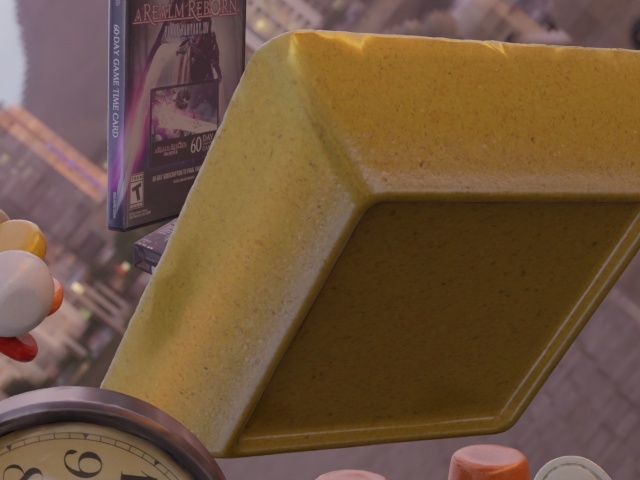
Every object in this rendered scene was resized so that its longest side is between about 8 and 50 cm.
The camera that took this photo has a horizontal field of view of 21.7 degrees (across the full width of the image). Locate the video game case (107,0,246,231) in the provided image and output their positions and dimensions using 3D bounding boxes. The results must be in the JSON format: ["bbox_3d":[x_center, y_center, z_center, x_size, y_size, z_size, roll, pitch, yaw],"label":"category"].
[{"bbox_3d":[-0.130,-0.158,1.544,0.196,0.026,0.274,-19,-65,-58],"label":"video game case"}]

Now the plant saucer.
[{"bbox_3d":[0.063,0.027,1.046,0.333,0.081,0.332,-1,-44,-32],"label":"plant saucer"}]

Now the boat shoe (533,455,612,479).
[{"bbox_3d":[0.284,0.386,1.683,0.127,0.340,0.113,-20,-10,1],"label":"boat shoe"}]

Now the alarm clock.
[{"bbox_3d":[-0.072,0.122,0.613,0.064,0.192,0.129,-145,64,-86],"label":"alarm clock"}]

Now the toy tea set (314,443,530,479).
[{"bbox_3d":[0.050,0.247,1.207,0.200,0.336,0.124,20,113,58],"label":"toy tea set"}]

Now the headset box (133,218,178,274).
[{"bbox_3d":[-0.150,0.010,1.789,0.083,0.062,0.032,-34,-43,-45],"label":"headset box"}]

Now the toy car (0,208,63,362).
[{"bbox_3d":[-0.302,0.064,1.409,0.182,0.136,0.159,-29,37,-13],"label":"toy car"}]
